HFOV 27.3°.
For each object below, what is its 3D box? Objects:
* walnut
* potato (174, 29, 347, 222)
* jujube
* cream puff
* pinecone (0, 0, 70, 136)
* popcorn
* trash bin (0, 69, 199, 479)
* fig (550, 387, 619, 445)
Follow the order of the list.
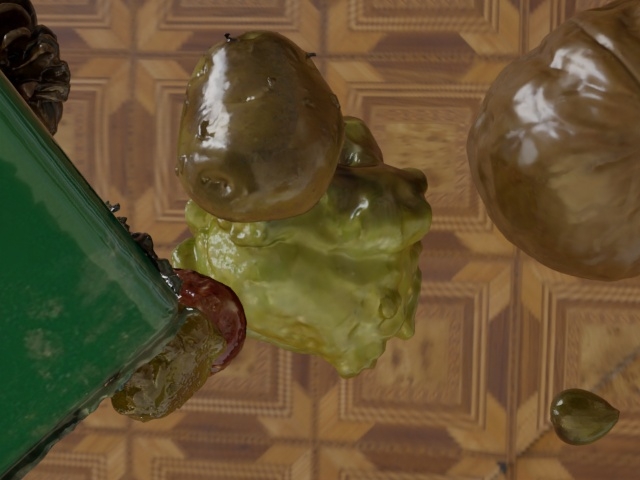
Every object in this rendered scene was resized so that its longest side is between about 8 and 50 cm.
[{"bbox_3d":[0.350,-0.111,1.492,0.354,0.398,0.308,-39,93,6],"label":"walnut"},{"bbox_3d":[-0.048,-0.083,1.041,0.137,0.137,0.176,-2,53,9],"label":"potato"},{"bbox_3d":[-0.144,0.084,1.282,0.176,0.109,0.112,-8,119,45],"label":"jujube"},{"bbox_3d":[-0.107,0.078,0.873,0.058,0.083,0.083,36,137,33],"label":"cream puff"},{"bbox_3d":[-0.436,-0.207,1.652,0.309,0.244,0.244,30,101,50],"label":"pinecone"},{"bbox_3d":[-0.010,0.006,1.546,0.312,0.312,0.312,1,95,9],"label":"popcorn"},{"bbox_3d":[-0.261,-0.043,0.745,0.259,0.295,0.381,-43,127,-5],"label":"trash bin"},{"bbox_3d":[0.336,0.224,1.676,0.088,0.074,0.074,-1,94,17],"label":"fig"}]
